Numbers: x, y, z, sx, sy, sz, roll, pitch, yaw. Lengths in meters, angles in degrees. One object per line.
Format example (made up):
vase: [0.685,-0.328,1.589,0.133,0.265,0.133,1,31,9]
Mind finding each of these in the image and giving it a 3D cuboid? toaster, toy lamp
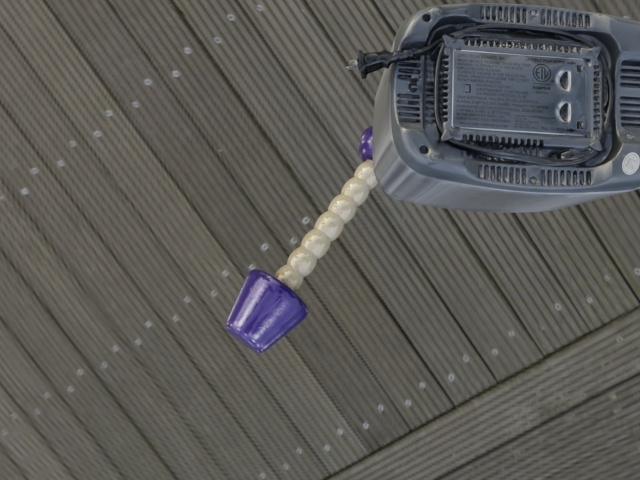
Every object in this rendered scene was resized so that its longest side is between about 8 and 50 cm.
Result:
toaster: [0.125,-0.087,0.539,0.227,0.146,0.129,2,82,-5]
toy lamp: [0.000,0.000,0.790,0.080,0.080,0.274,40,73,-1]
